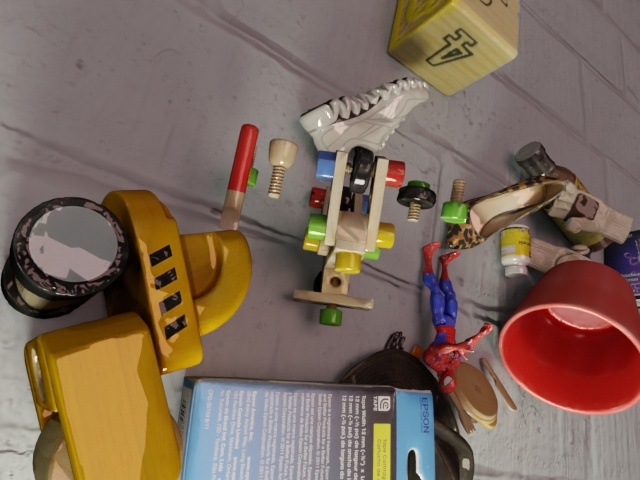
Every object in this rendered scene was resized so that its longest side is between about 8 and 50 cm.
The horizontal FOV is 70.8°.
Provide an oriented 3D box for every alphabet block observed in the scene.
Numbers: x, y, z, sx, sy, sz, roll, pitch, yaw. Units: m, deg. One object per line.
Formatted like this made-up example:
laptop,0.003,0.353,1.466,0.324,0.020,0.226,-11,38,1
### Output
alphabet block,0.293,-0.472,0.980,0.197,0.193,0.192,25,64,-27

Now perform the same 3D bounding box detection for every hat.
hat,0.152,0.345,0.714,0.332,0.134,0.331,6,78,-30

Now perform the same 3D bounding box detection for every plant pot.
plant pot,0.552,0.183,0.965,0.243,0.275,0.274,-41,102,-43

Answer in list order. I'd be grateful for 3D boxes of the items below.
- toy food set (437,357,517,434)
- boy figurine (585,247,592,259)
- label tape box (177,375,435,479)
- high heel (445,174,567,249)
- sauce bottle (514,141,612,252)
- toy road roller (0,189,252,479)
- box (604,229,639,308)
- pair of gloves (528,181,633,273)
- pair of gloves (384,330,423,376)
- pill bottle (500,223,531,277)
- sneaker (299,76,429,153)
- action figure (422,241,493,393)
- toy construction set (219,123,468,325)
toy food set,0.291,0.299,0.868,0.192,0.038,0.132,4,51,-43
boy figurine,0.715,0.160,1.172,0.177,0.092,0.285,-32,98,-36
label tape box,-0.017,0.317,0.598,0.348,0.115,0.249,11,72,-25
high heel,0.385,-0.062,0.943,0.261,0.186,0.093,-33,97,-35
sauce bottle,0.631,-0.110,1.170,0.344,0.111,0.111,42,59,-19
toy road roller,-0.192,0.105,0.503,0.241,0.203,0.329,-9,81,-39
box,0.919,0.082,1.292,0.108,0.153,0.207,26,64,-26
pair of gloves,0.624,0.001,1.088,0.204,0.042,0.240,30,88,1
pair of gloves,0.149,0.212,0.824,0.083,0.010,0.074,40,62,-18
pill bottle,0.451,0.025,1.041,0.065,0.065,0.116,17,70,-30
sneaker,0.098,-0.226,0.850,0.292,0.110,0.118,-27,102,-27
action figure,0.250,0.131,0.817,0.092,0.139,0.280,20,62,-26
toy construction set,0.000,0.000,0.647,0.309,0.257,0.237,16,80,-27
